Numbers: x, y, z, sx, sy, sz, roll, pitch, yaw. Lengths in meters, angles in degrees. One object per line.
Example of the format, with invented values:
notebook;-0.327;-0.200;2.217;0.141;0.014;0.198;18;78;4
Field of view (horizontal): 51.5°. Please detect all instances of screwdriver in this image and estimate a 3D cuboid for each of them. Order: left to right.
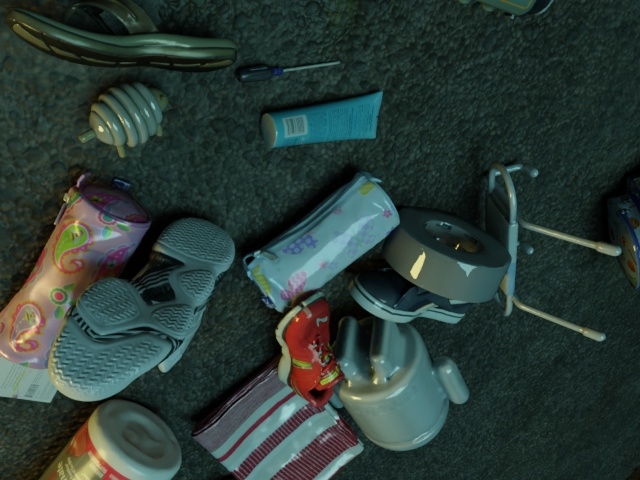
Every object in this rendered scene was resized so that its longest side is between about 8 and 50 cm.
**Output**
screwdriver;-0.042;-0.251;0.978;0.170;0.025;0.024;-12;126;-22

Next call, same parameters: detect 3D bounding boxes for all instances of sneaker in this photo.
sneaker;-0.253;0.130;0.940;0.137;0.366;0.210;31;125;1
sneaker;-0.004;0.196;1.157;0.107;0.118;0.279;-33;148;-26
sneaker;0.191;0.078;1.272;0.321;0.126;0.127;8;122;-46

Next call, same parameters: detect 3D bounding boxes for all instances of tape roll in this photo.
tape roll;0.224;0.021;1.185;0.219;0.219;0.072;4;117;-32

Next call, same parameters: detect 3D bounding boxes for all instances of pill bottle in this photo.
pill bottle;-0.401;0.446;1.146;0.176;0.176;0.318;32;102;-40

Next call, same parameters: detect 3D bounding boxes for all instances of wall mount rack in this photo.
wall mount rack;0.403;0.022;1.230;0.131;0.304;0.350;-14;128;-3

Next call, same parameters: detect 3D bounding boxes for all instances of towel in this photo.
towel;-0.072;0.404;1.337;0.237;0.037;0.329;-40;120;-8

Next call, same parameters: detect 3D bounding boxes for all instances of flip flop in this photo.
flip flop;-0.235;-0.260;0.819;0.277;0.112;0.080;-3;96;-26

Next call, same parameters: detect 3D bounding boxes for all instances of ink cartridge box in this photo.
ink cartridge box;-0.462;0.194;1.022;0.123;0.052;0.088;21;109;-39

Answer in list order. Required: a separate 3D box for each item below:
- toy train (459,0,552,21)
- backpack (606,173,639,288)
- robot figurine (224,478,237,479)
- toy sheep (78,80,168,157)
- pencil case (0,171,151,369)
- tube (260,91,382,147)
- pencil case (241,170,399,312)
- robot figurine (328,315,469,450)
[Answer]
toy train;0.243;-0.432;0.954;0.334;0.142;0.190;3;131;-34
backpack;0.757;-0.003;1.446;0.213;0.263;0.276;-27;132;10
robot figurine;-0.180;0.621;1.453;0.211;0.085;0.290;3;120;-32
toy sheep;-0.257;-0.162;0.876;0.132;0.091;0.091;-40;134;-25
pencil case;-0.353;0.047;0.944;0.124;0.124;0.284;23;108;-38
tube;0.009;-0.185;1.040;0.207;0.052;0.080;-13;131;-29
pencil case;0.000;0.000;1.115;0.273;0.113;0.124;-36;117;-3
robot figurine;0.138;0.289;1.332;0.300;0.199;0.353;-7;136;26
